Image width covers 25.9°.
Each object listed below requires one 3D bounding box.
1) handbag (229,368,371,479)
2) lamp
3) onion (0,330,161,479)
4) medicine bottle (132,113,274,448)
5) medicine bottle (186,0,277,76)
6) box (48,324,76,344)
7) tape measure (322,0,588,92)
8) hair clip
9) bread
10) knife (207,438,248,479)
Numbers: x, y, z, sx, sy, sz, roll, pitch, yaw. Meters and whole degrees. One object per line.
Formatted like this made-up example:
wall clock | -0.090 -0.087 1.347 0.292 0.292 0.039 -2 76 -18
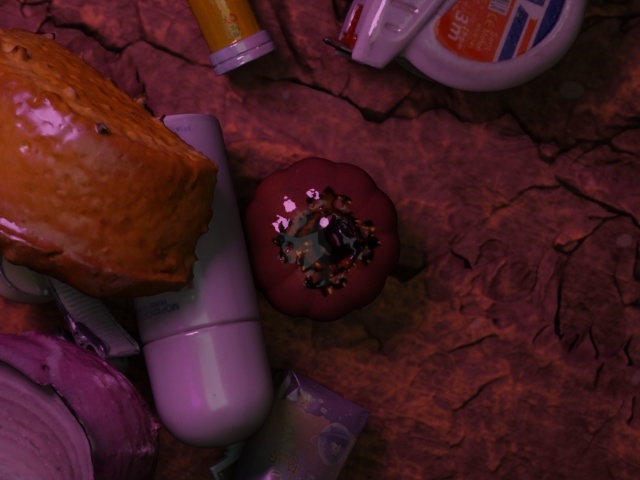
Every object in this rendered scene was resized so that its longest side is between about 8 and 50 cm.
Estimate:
handbag | -0.028 0.242 1.543 0.117 0.095 0.173 29 74 -14
lamp | 0.000 0.000 1.510 0.182 0.140 0.182 0 94 -7
onion | -0.305 0.190 1.397 0.349 0.159 0.267 36 114 21
medicine bottle | -0.134 0.047 1.453 0.130 0.130 0.341 -11 81 -8
medicine bottle | -0.125 -0.288 1.491 0.074 0.074 0.218 -26 99 -6
box | -0.331 0.232 1.508 0.269 0.079 0.135 -43 101 -3
tape measure | 0.160 -0.286 1.514 0.265 0.130 0.258 19 95 -17
hair clip | -0.263 0.045 1.479 0.071 0.159 0.218 -43 72 34
bread | -0.271 -0.079 1.353 0.340 0.179 0.194 37 103 23
knife | -0.099 0.252 1.575 0.061 0.027 0.343 -32 103 -22
